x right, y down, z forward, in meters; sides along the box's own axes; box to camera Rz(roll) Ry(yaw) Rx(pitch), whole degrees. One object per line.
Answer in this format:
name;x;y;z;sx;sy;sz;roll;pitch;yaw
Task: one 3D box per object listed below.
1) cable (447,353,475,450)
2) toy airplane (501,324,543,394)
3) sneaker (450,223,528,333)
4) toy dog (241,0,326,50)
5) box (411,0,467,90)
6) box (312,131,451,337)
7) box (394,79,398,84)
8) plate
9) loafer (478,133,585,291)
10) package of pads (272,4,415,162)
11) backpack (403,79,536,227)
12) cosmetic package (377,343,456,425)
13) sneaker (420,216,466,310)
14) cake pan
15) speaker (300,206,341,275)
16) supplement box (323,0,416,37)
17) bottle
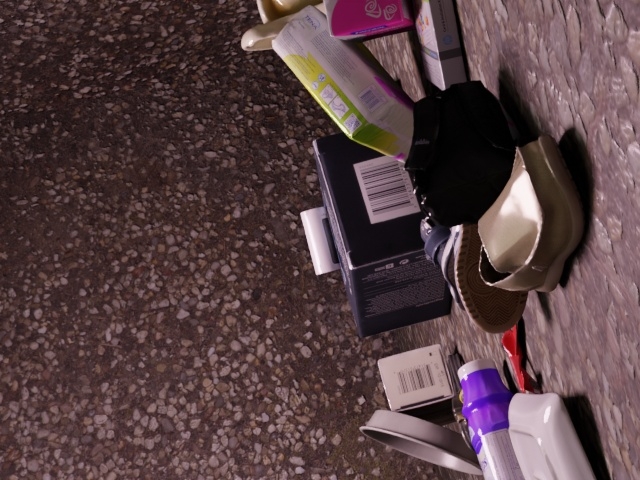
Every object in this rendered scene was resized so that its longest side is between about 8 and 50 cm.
cable;0.315;0.331;2.039;0.287;0.072;0.140;-67;-45;-72
toy airplane;0.292;0.178;1.454;0.151;0.028;0.151;164;90;-90
sneaker;0.211;-0.015;1.345;0.153;0.099;0.282;113;146;-86
toy dog;-0.010;-0.594;1.815;0.395;0.284;0.408;-20;-84;-55
box;0.163;-0.315;1.402;0.145;0.038;0.186;-106;4;-72
box;0.133;-0.017;2.022;0.395;0.211;0.294;77;177;-64
box;0.151;-0.280;2.086;0.179;0.043;0.105;-157;52;-86
plate;0.318;0.338;1.292;0.277;0.045;0.278;94;156;-81
loafer;0.222;-0.012;1.070;0.268;0.092;0.102;78;177;-58
package of pads;0.062;-0.255;1.625;0.229;0.101;0.296;51;-167;16
backpack;0.174;-0.106;1.183;0.182;0.151;0.115;-98;-8;-45
cosmetic package;0.235;0.350;2.276;0.296;0.153;0.129;59;-164;-67
sneaker;0.213;-0.005;1.567;0.226;0.086;0.163;76;176;-58
cake pan;0.231;0.441;2.157;0.293;0.293;0.054;81;-151;-72
speaker;0.000;0.000;2.015;0.055;0.055;0.136;102;153;-86
supplement box;0.079;-0.368;1.483;0.220;0.111;0.114;-29;-71;-74
bottle;0.294;0.331;1.587;0.118;0.092;0.283;76;179;-60
